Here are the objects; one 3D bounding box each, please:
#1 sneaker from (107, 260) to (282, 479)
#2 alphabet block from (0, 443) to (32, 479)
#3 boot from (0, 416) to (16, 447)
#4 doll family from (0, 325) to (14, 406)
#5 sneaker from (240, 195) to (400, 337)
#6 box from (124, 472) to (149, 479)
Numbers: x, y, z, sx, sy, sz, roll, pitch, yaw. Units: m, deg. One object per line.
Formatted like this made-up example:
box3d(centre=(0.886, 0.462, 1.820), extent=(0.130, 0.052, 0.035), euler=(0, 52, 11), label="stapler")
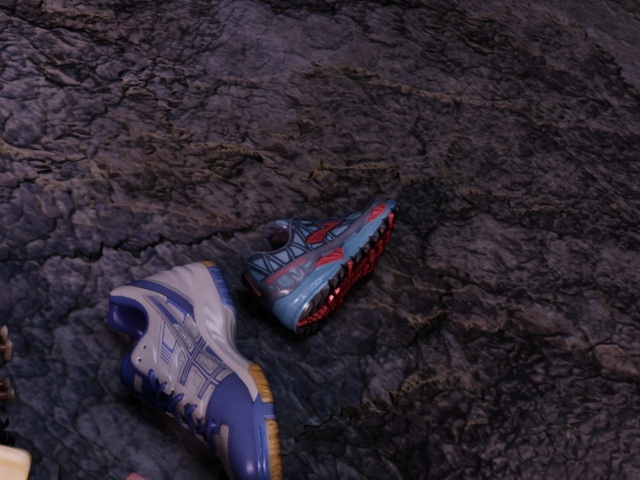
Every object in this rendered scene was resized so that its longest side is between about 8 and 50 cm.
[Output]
box3d(centre=(-0.127, 0.150, 1.584), extent=(0.131, 0.112, 0.296), euler=(-11, 44, -17), label="sneaker")
box3d(centre=(-0.340, 0.227, 1.193), extent=(0.197, 0.192, 0.193), euler=(16, 80, -15), label="alphabet block")
box3d(centre=(-0.321, 0.195, 1.431), extent=(0.121, 0.045, 0.099), euler=(4, 41, -39), label="boot")
box3d(centre=(-0.360, 0.085, 1.532), extent=(0.111, 0.076, 0.193), euler=(0, 37, -26), label="doll family")
box3d(centre=(0.000, 0.000, 1.837), extent=(0.125, 0.104, 0.262), euler=(31, 35, 12), label="sneaker")
box3d(centre=(-0.168, 0.322, 1.267), extent=(0.127, 0.148, 0.232), euler=(30, 34, 7), label="box")
